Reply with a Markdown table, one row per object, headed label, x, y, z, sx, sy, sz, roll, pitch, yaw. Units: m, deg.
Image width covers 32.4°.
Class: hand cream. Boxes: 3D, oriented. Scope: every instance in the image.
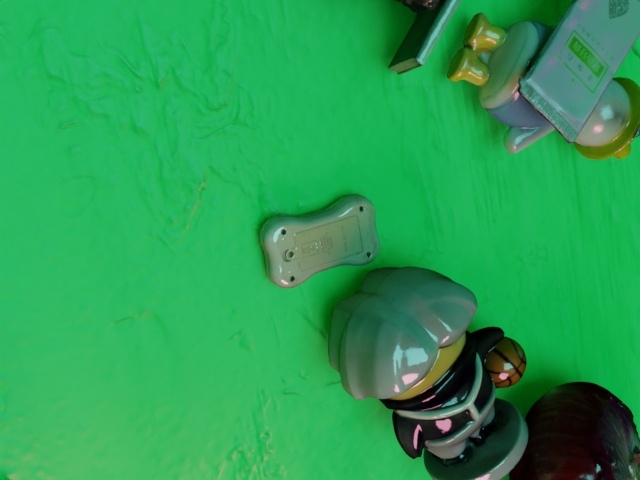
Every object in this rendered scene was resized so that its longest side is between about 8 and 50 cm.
| label | x | y | z | sx | sy | sz | roll | pitch | yaw |
| --- | --- | --- | --- | --- | --- | --- | --- | --- | --- |
| hand cream | 0.286 | -0.229 | 1.090 | 0.079 | 0.050 | 0.275 | 32 | 74 | 5 |

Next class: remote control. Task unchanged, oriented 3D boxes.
| label | x | y | z | sx | sy | sz | roll | pitch | yaw |
| --- | --- | --- | --- | --- | --- | --- | --- | --- | --- |
| remote control | 0.000 | 0.000 | 1.087 | 0.122 | 0.032 | 0.074 | -16 | 108 | -21 |

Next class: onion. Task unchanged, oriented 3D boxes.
| label | x | y | z | sx | sy | sz | roll | pitch | yaw |
| --- | --- | --- | --- | --- | --- | --- | --- | --- | --- |
| onion | 0.284 | 0.278 | 1.197 | 0.161 | 0.248 | 0.248 | -16 | 111 | 11 |

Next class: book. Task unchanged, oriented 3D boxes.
| label | x | y | z | sx | sy | sz | roll | pitch | yaw |
| --- | --- | --- | --- | --- | --- | --- | --- | --- | --- |
| book | 0.113 | -0.222 | 1.053 | 0.017 | 0.103 | 0.135 | 30 | 87 | -11 |

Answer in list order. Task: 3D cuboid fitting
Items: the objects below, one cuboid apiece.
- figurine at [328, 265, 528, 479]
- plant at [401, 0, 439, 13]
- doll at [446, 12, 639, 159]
| label | x | y | z | sx | sy | sz | roll | pitch | yaw |
| --- | --- | --- | --- | --- | --- | --- | --- | --- | --- |
| figurine | 0.117 | 0.127 | 1.118 | 0.176 | 0.133 | 0.236 | -47 | 119 | -19 |
| plant | 0.094 | -0.348 | 0.989 | 0.149 | 0.146 | 0.274 | 19 | 92 | -24 |
| doll | 0.246 | -0.151 | 1.135 | 0.241 | 0.099 | 0.135 | 22 | 63 | -29 |
